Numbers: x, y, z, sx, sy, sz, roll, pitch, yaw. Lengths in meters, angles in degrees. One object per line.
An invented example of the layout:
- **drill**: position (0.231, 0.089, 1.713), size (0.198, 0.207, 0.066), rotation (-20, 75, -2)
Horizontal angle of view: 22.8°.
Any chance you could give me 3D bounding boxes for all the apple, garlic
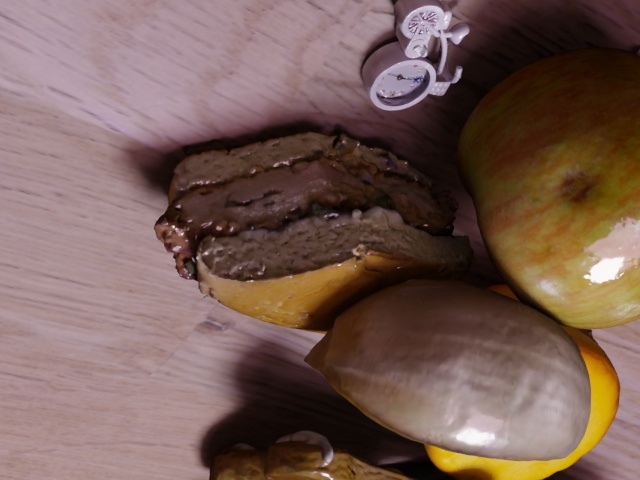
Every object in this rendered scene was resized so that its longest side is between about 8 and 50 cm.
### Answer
- **apple**: position (0.262, -0.056, 1.479), size (0.264, 0.264, 0.264), rotation (-17, 140, -15)
- **garlic**: position (0.163, 0.127, 1.486), size (0.338, 0.196, 0.151), rotation (16, 83, -37)

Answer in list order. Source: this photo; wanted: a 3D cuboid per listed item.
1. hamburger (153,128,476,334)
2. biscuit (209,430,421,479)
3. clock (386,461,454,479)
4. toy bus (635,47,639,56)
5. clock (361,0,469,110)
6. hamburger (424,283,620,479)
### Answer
- **hamburger**: position (0.000, 0.000, 1.479), size (0.282, 0.155, 0.245), rotation (-20, 148, -4)
- **biscuit**: position (0.091, 0.292, 1.781), size (0.432, 0.064, 0.283), rotation (21, 159, -26)
- **clock**: position (0.036, 0.392, 2.002), size (0.278, 0.049, 0.273), rotation (-4, 135, -27)
- **toy bus**: position (0.391, -0.148, 1.621), size (0.203, 0.063, 0.090), rotation (3, 134, -31)
- **clock**: position (0.088, -0.172, 1.426), size (0.087, 0.041, 0.129), rotation (-5, 141, -21)
- **hamburger**: position (0.199, 0.145, 1.737), size (0.246, 0.170, 0.246), rotation (-8, 130, -10)
